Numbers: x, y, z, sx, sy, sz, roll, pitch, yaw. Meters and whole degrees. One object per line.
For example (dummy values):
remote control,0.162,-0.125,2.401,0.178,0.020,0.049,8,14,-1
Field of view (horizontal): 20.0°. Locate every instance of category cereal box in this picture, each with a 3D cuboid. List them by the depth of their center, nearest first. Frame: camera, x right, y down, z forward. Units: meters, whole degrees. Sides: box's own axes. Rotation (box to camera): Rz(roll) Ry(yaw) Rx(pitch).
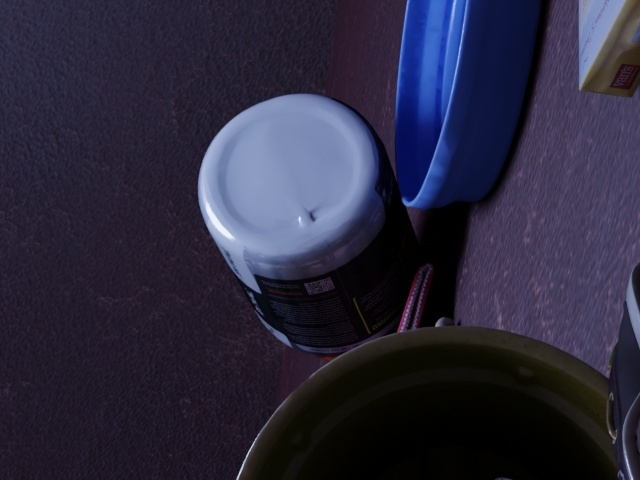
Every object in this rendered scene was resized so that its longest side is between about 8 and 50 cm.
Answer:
cereal box,0.224,-0.245,1.276,0.173,0.047,0.240,109,167,-62

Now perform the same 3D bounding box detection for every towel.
towel,0.078,0.165,1.980,0.275,0.031,0.199,101,-174,-63

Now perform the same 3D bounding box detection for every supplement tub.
supplement tub,0.000,0.000,2.020,0.338,0.207,0.207,66,-155,-61

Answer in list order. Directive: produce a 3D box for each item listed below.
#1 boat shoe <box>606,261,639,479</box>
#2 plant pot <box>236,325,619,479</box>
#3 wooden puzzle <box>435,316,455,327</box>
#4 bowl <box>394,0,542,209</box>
boat shoe,0.198,0.103,0.988,0.228,0.081,0.068,-79,-2,-52
plant pot,0.089,0.208,1.162,0.254,0.276,0.276,68,-152,-78
wooden puzzle,0.105,0.229,1.823,0.238,0.044,0.221,-91,10,-54
bowl,0.148,-0.222,1.813,0.391,0.077,0.391,-173,90,-84
